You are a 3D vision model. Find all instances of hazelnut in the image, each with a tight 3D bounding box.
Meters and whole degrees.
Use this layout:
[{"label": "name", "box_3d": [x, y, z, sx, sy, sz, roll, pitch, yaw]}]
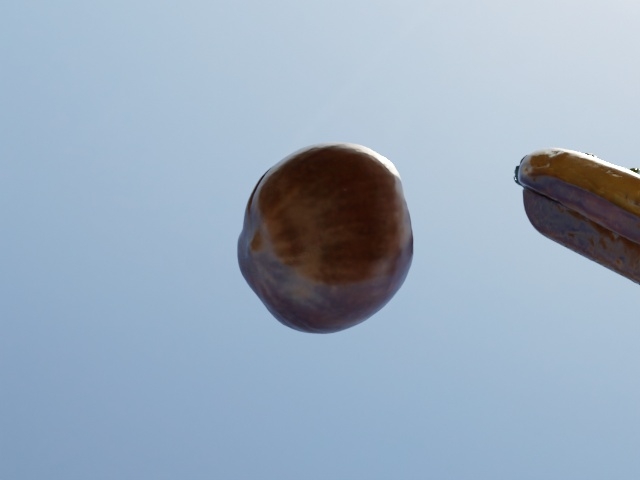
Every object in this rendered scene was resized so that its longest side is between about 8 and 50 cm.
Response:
[{"label": "hazelnut", "box_3d": [0.000, 0.000, 0.578, 0.086, 0.086, 0.086, 5, -138, -5]}]

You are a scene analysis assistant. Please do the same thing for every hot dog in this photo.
[{"label": "hot dog", "box_3d": [0.194, -0.010, 0.775, 0.055, 0.072, 0.188, -37, -135, -24]}]
